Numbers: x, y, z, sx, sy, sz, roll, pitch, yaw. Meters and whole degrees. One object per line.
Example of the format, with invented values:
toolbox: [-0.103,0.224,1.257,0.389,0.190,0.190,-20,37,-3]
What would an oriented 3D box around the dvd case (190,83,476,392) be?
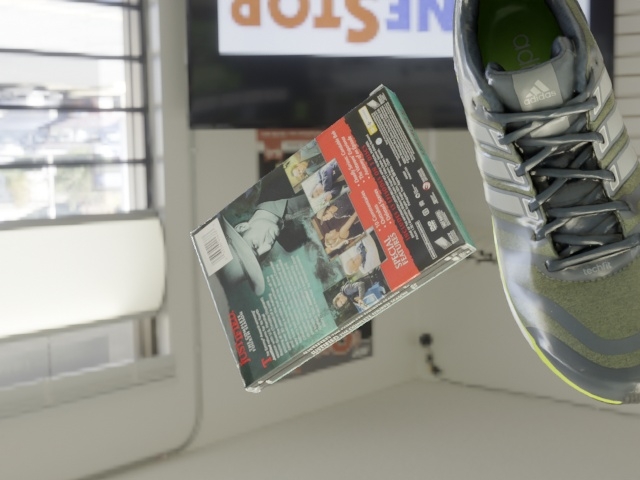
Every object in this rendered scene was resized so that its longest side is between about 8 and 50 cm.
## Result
dvd case: [0.000,0.000,0.417,0.119,0.087,0.013,-35,149,20]

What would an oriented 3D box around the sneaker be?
sneaker: [0.135,-0.048,0.566,0.111,0.300,0.121,-22,157,14]
